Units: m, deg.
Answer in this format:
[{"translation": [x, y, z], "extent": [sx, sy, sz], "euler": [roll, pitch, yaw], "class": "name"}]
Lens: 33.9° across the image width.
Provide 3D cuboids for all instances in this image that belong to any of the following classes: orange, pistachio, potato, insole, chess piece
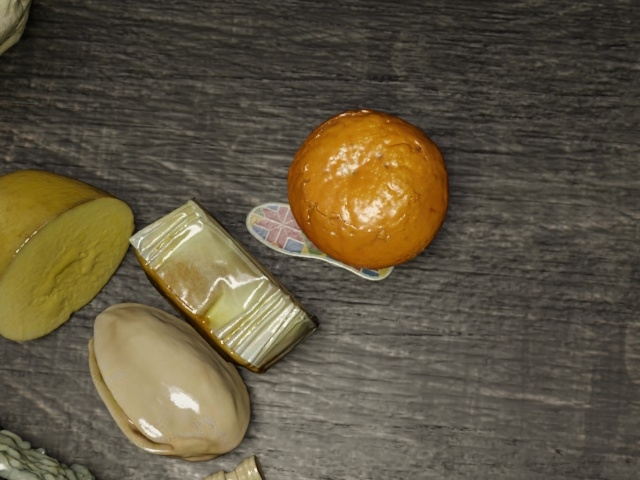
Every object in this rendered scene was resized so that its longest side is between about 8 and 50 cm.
[{"translation": [0.057, -0.057, 1.227], "extent": [0.193, 0.161, 0.193], "euler": [-2, 67, 5], "class": "orange"}, {"translation": [-0.179, 0.167, 1.212], "extent": [0.223, 0.126, 0.152], "euler": [37, 48, 13], "class": "pistachio"}, {"translation": [-0.343, -0.009, 1.240], "extent": [0.158, 0.178, 0.203], "euler": [43, 108, 24], "class": "potato"}, {"translation": [0.000, 0.000, 1.294], "extent": [0.193, 0.006, 0.065], "euler": [21, 80, 7], "class": "insole"}, {"translation": [-0.114, 0.284, 1.229], "extent": [0.092, 0.035, 0.035], "euler": [-22, 79, 2], "class": "chess piece"}]

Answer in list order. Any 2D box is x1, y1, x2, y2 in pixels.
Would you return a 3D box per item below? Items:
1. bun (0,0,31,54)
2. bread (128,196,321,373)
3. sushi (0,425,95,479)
[{"translation": [-0.507, -0.307, 1.269], "extent": [0.365, 0.219, 0.365], "euler": [-4, 63, 7], "class": "bun"}, {"translation": [-0.111, 0.057, 1.192], "extent": [0.210, 0.192, 0.110], "euler": [44, 86, 9], "class": "bread"}, {"translation": [-0.367, 0.301, 1.151], "extent": [0.350, 0.211, 0.170], "euler": [24, 85, 12], "class": "sushi"}]
